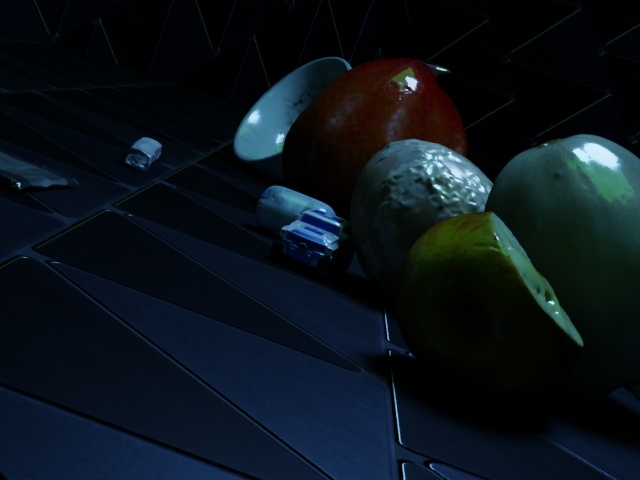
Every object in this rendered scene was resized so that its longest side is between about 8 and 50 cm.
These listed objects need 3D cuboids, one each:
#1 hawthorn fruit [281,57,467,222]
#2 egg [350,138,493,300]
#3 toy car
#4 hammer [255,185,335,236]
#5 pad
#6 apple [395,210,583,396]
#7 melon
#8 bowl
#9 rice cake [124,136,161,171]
[{"bbox_3d":[0.090,-0.143,1.884,0.295,0.311,0.295,9,16,-3],"label":"hawthorn fruit"},{"bbox_3d":[0.135,-0.020,1.499,0.203,0.203,0.245,12,42,-47],"label":"egg"},{"bbox_3d":[0.000,0.000,1.526,0.080,0.070,0.170,22,9,13],"label":"toy car"},{"bbox_3d":[-0.022,-0.031,1.706,0.116,0.069,0.194,21,3,12],"label":"hammer"},{"bbox_3d":[-0.418,-0.108,1.376,0.233,0.022,0.174,23,8,7],"label":"pad"},{"bbox_3d":[0.167,0.068,1.171,0.173,0.160,0.195,-16,73,-56],"label":"apple"},{"bbox_3d":[0.307,0.035,1.334,0.271,0.308,0.272,0,-20,0],"label":"melon"},{"bbox_3d":[-0.019,-0.213,2.316,0.146,0.289,0.289,49,-7,-30],"label":"bowl"},{"bbox_3d":[-0.280,-0.139,1.858,0.047,0.036,0.207,32,6,-9],"label":"rice cake"}]
